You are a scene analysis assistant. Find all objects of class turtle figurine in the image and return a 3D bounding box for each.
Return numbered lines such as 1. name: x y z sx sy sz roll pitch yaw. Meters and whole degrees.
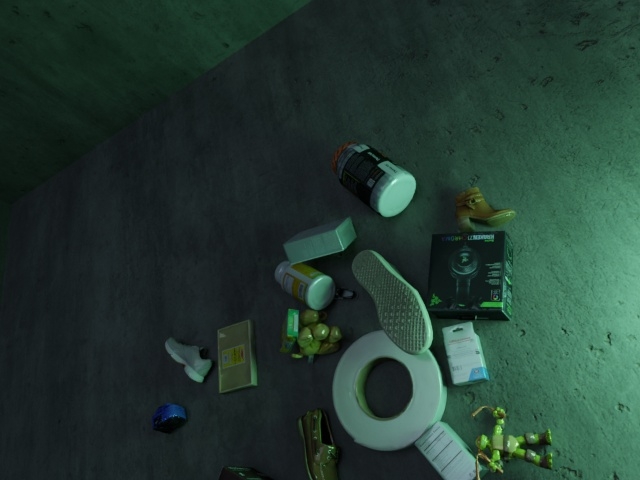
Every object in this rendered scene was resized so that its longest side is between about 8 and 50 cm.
1. turtle figurine: 0.530 0.587 1.457 0.217 0.087 0.269 -1 28 22

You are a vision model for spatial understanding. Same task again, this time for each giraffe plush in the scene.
1. giraffe plush: -0.027 0.329 1.916 0.170 0.181 0.210 -102 30 -41

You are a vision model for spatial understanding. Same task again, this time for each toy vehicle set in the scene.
1. toy vehicle set: -0.338 0.469 2.097 0.166 0.035 0.267 -20 60 23

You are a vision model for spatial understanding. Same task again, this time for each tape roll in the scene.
1. tape roll: 0.221 0.493 1.724 0.392 0.072 0.392 -13 62 26

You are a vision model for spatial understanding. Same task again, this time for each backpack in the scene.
1. backpack: -0.615 0.715 2.118 0.120 0.098 0.101 -33 52 16

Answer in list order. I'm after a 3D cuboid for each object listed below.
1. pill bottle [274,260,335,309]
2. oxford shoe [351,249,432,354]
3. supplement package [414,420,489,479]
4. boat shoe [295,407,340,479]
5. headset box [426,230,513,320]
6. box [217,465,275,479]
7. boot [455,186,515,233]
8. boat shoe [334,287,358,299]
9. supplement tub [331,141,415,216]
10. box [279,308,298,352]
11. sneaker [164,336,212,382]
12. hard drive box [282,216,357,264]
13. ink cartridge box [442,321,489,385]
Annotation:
1. pill bottle: -0.067 0.162 1.998 0.246 0.136 0.136 24 83 48
2. oxford shoe: 0.256 0.203 1.773 0.169 0.130 0.449 -44 44 12
3. supplement package: 0.386 0.639 1.534 0.105 0.105 0.179 -48 53 4
4. boat shoe: 0.007 0.711 1.730 0.104 0.111 0.307 -34 55 16
5. headset box: 0.485 0.126 1.689 0.246 0.131 0.283 -2 69 31
6. box: -0.240 0.887 1.761 0.203 0.168 0.167 10 74 37
7. boot: 0.559 -0.118 1.794 0.197 0.073 0.152 -15 58 23
8. boat shoe: 0.080 0.199 1.962 0.125 0.038 0.046 9 74 34
9. supplement tub: 0.195 -0.244 1.996 0.193 0.193 0.316 -49 54 3
10. box: -0.116 0.333 1.869 0.043 0.179 0.105 9 55 -12
11. sneaker: -0.547 0.479 2.196 0.262 0.099 0.121 36 82 30
12. hard drive box: 0.000 0.000 2.006 0.232 0.181 0.089 -15 101 25
13. ink cartridge box: 0.457 0.359 1.645 0.104 0.060 0.180 -19 60 24
